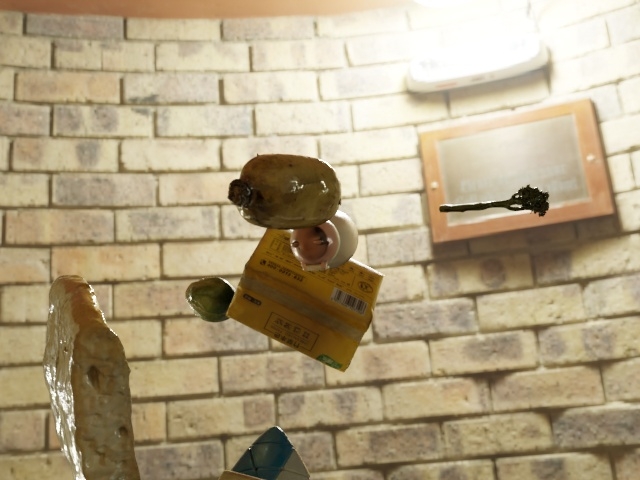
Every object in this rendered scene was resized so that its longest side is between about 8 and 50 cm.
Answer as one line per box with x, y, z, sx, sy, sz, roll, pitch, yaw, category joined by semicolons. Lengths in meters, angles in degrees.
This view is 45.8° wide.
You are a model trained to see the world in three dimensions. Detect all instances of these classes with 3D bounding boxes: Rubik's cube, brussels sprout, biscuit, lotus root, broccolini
-0.115;0.582;1.669;0.254;0.255;0.254;-4;-15;-1;Rubik's cube
-0.314;0.171;2.218;0.155;0.117;0.155;17;-46;18;brussels sprout
-0.382;0.263;1.229;0.103;0.430;0.446;-11;26;-24;biscuit
-0.076;-0.101;1.578;0.146;0.160;0.284;15;14;43;lotus root
0.388;-0.078;1.709;0.254;0.071;0.057;-7;-9;27;broccolini

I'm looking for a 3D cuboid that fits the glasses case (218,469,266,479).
0.000;0.388;1.040;0.312;0.070;0.131;1;-24;36;glasses case

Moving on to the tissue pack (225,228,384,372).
-0.040;0.155;2.169;0.381;0.293;0.228;26;-57;-2;tissue pack

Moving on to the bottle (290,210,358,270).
0.000;0.000;1.816;0.147;0.148;0.236;-9;1;14;bottle
